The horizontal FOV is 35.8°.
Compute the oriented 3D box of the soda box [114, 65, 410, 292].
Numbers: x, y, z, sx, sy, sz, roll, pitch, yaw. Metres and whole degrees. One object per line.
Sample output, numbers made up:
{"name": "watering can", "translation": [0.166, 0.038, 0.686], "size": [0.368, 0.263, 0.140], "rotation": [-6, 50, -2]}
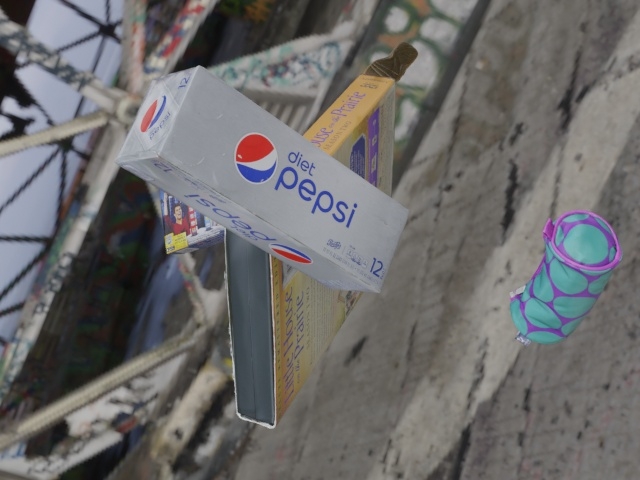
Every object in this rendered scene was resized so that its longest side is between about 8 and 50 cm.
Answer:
{"name": "soda box", "translation": [-0.049, -0.051, 0.969], "size": [0.091, 0.286, 0.098], "rotation": [-1, 64, 53]}

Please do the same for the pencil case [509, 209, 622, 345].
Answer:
{"name": "pencil case", "translation": [0.214, 0.036, 0.886], "size": [0.151, 0.070, 0.064], "rotation": [100, -164, -58]}

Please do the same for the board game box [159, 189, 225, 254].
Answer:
{"name": "board game box", "translation": [-0.175, -0.092, 1.580], "size": [0.194, 0.060, 0.194], "rotation": [-17, 75, 40]}

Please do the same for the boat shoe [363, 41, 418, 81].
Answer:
{"name": "boat shoe", "translation": [0.106, -0.262, 1.555], "size": [0.135, 0.050, 0.045], "rotation": [-40, -11, -38]}

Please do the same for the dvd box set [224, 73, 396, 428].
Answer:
{"name": "dvd box set", "translation": [0.000, 0.000, 1.321], "size": [0.420, 0.062, 0.307], "rotation": [-53, -30, -49]}
